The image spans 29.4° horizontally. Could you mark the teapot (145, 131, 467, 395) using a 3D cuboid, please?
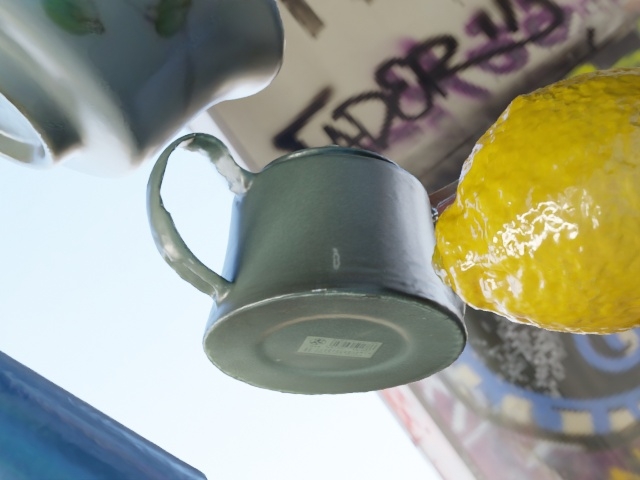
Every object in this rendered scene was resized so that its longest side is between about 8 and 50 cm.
[{"bbox_3d":[0.000,0.000,0.774,0.239,0.149,0.162,15,-31,-27],"label":"teapot"}]

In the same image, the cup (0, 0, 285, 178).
[{"bbox_3d":[-0.212,-0.163,0.870,0.163,0.347,0.347,-58,-10,-19],"label":"cup"}]

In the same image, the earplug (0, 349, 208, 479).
[{"bbox_3d":[-0.236,0.169,0.977,0.132,0.273,0.132,-49,13,15],"label":"earplug"}]

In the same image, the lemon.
[{"bbox_3d":[0.147,-0.019,0.653,0.187,0.142,0.142,-19,-16,7],"label":"lemon"}]

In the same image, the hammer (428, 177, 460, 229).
[{"bbox_3d":[0.156,-0.062,1.147,0.288,0.111,0.033,-30,-28,-44],"label":"hammer"}]
